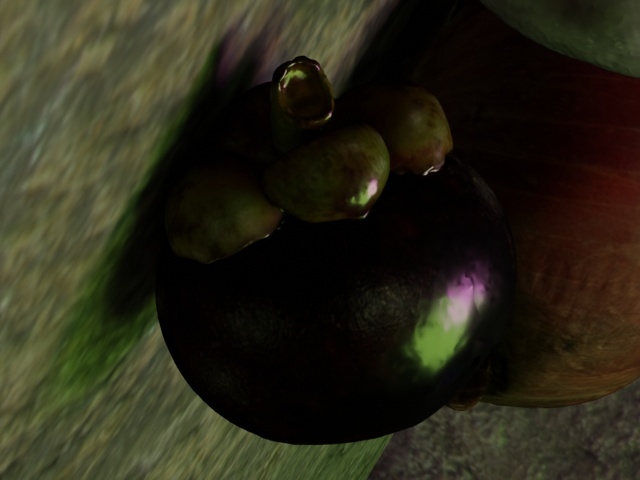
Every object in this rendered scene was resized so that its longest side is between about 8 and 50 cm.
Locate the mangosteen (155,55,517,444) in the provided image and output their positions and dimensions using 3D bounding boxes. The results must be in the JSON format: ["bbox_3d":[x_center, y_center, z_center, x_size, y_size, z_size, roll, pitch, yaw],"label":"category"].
[{"bbox_3d":[0.000,0.000,0.910,0.194,0.194,0.230,-52,133,-37],"label":"mangosteen"}]

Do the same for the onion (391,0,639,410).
[{"bbox_3d":[0.160,-0.045,1.253,0.354,0.353,0.353,-57,170,-16],"label":"onion"}]

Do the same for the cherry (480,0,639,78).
[{"bbox_3d":[0.215,-0.221,0.915,0.326,0.335,0.291,-36,-173,0],"label":"cherry"}]
